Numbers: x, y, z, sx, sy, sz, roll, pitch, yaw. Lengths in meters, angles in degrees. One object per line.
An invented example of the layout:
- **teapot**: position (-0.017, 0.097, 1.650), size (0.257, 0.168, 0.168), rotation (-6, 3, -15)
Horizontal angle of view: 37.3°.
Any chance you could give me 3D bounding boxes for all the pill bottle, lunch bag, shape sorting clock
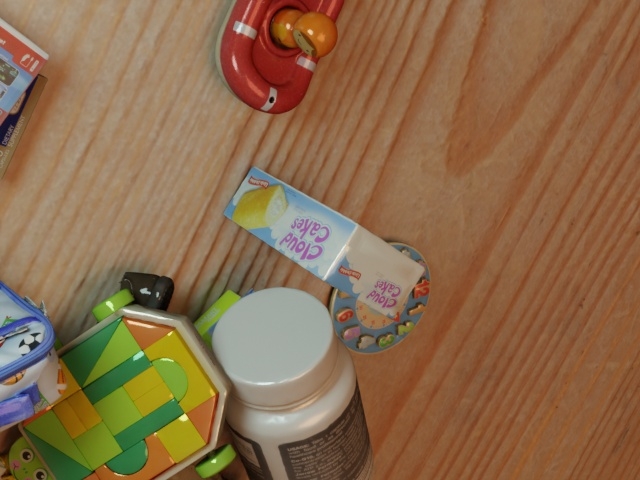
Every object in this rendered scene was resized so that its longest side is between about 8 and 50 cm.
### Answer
- **pill bottle**: position (-0.038, 0.250, 1.408), size (0.204, 0.204, 0.361), rotation (-34, 139, -21)
- **lunch bag**: position (-0.445, 0.151, 1.061), size (0.303, 0.243, 0.115), rotation (-30, 133, -33)
- **shape sorting clock**: position (0.105, 0.100, 1.603), size (0.206, 0.040, 0.206), rotation (-15, 117, -32)

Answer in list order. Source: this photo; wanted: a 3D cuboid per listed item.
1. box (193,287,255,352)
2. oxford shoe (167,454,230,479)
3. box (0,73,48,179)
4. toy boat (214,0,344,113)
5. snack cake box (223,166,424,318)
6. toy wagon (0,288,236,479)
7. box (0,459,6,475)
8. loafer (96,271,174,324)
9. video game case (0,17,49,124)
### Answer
- **box**: position (-0.153, 0.159, 1.431), size (0.178, 0.042, 0.109), rotation (-44, 130, -15)
- **oxford shoe**: position (-0.192, 0.342, 1.433), size (0.348, 0.123, 0.130), rotation (39, 77, -43)
- **box**: position (-0.441, -0.170, 1.078), size (0.225, 0.036, 0.137), rotation (23, 95, -40)
- **toy boat**: position (-0.035, -0.278, 1.261), size (0.151, 0.151, 0.231), rotation (20, 97, -40)
- **snack cake box**: position (0.000, 0.000, 1.332), size (0.152, 0.264, 0.089), rotation (33, 88, -41)
- **toy wagon**: position (-0.286, 0.241, 1.251), size (0.344, 0.068, 0.267), rotation (-33, 92, 8)
- **box**: position (-0.522, 0.306, 1.145), size (0.232, 0.148, 0.127), rotation (-50, 130, -10)
- **loafer**: position (-0.275, 0.135, 1.319), size (0.220, 0.078, 0.080), rotation (-64, 176, 13)
- **video game case**: position (-0.459, -0.147, 1.033), size (0.204, 0.025, 0.285), rotation (38, 86, -39)
